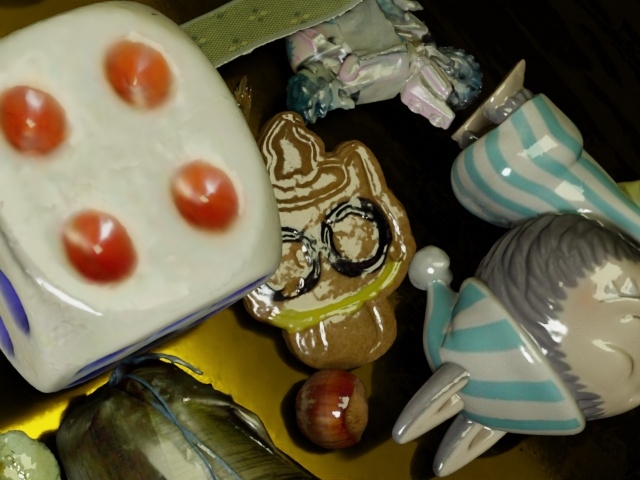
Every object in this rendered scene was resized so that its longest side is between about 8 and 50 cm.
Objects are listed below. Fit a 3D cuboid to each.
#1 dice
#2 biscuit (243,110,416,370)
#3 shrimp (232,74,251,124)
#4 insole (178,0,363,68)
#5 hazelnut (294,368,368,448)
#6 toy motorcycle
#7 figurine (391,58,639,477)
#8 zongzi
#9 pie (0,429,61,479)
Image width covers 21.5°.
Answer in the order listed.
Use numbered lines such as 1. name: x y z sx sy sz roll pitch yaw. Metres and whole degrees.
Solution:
1. dice: -0.223 -0.040 1.656 0.277 0.304 0.304 -26 85 -24
2. biscuit: 0.000 0.000 1.836 0.208 0.041 0.290 -20 95 -14
3. shrimp: -0.116 -0.139 1.875 0.083 0.023 0.114 18 75 -12
4. insole: -0.052 -0.262 1.892 0.322 0.007 0.109 -28 57 -13
5. hazelnut: 0.012 0.179 1.812 0.086 0.086 0.086 5 75 -18
6. toy motorcycle: 0.045 -0.186 1.904 0.239 0.108 0.204 27 62 17
7. figurine: 0.200 0.064 1.811 0.377 0.266 0.361 -41 87 -24
8. zongzi: -0.022 0.266 1.722 0.432 0.208 0.403 -23 82 -35
9. pie: -0.388 0.276 1.639 0.274 0.105 0.257 30 83 -8
